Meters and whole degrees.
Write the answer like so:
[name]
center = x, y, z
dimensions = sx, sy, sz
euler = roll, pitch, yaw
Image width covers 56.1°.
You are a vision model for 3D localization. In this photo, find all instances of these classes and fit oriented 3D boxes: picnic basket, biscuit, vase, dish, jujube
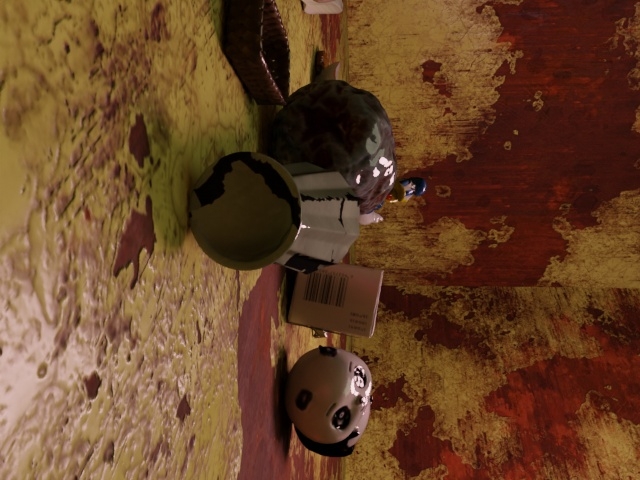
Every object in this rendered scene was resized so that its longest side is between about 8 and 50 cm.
[picnic basket]
center = -0.080, -0.251, 0.791
dimensions = 0.193, 0.054, 0.110
euler = 57, 35, -80
[biscuit]
center = 0.010, -0.470, 1.781
dimensions = 0.228, 0.031, 0.176
euler = -42, 131, -83
[vase]
center = -0.042, -0.029, 0.749
dimensions = 0.360, 0.165, 0.165
euler = -8, 99, -80
[dish]
center = 0.022, -0.375, 1.682
dimensions = 0.212, 0.077, 0.151
euler = 83, 7, -48
[jujube]
center = 0.026, -0.154, 1.053
dimensions = 0.317, 0.225, 0.226
euler = 37, 53, -76

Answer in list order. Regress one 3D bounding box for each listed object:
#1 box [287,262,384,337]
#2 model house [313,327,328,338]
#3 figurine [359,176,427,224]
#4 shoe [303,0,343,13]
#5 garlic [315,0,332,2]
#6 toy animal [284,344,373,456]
[box]
center = 0.044, 0.121, 1.338
dimensions = 0.333, 0.173, 0.145
euler = 34, 68, -84
[model house]
center = 0.001, 0.220, 1.652
dimensions = 0.058, 0.057, 0.083
euler = 57, 43, -27
[figurine]
center = 0.172, -0.169, 1.943
dimensions = 0.283, 0.338, 0.205
euler = 64, 19, -52
[shoe]
center = -0.002, -0.588, 1.362
dimensions = 0.265, 0.095, 0.110
euler = -50, 139, -77
[garlic]
center = 0.019, -0.613, 1.192
dimensions = 0.217, 0.110, 0.228
euler = 56, 41, -31
[toy animal]
center = 0.016, 0.315, 1.194
dimensions = 0.235, 0.165, 0.187
euler = 87, 24, -54
